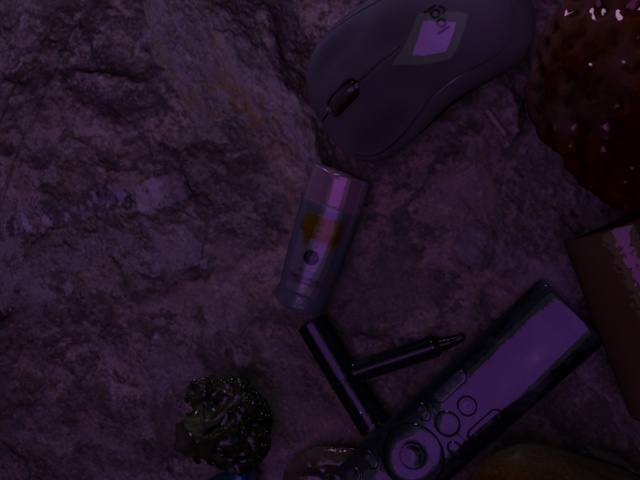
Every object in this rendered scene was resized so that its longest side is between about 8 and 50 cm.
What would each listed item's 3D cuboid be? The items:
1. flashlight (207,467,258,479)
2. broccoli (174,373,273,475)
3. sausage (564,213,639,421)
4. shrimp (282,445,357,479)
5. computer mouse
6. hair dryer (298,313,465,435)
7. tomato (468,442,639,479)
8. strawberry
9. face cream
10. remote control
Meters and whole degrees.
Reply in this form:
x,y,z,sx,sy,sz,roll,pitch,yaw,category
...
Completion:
x,y,z,sx,sy,sz,roll,pitch,yaw,category
-0.147,0.370,0.986,0.129,0.051,0.051,-35,85,25,flashlight
-0.139,0.265,0.930,0.162,0.137,0.146,-19,80,48,broccoli
0.377,0.094,0.736,0.123,0.123,0.253,-21,89,19,sausage
0.065,0.370,0.911,0.254,0.059,0.145,15,91,21,shrimp
0.112,-0.223,0.790,0.296,0.121,0.184,-28,89,18,computer mouse
0.089,0.144,0.883,0.194,0.050,0.173,-35,86,15,hair dryer
0.297,0.372,0.738,0.303,0.239,0.304,7,111,18,tomato
0.320,-0.157,0.620,0.149,0.336,0.265,18,108,-17,strawberry
0.000,0.000,0.885,0.084,0.057,0.198,20,103,14,face cream
0.181,0.217,0.832,0.377,0.044,0.107,-45,69,10,remote control
